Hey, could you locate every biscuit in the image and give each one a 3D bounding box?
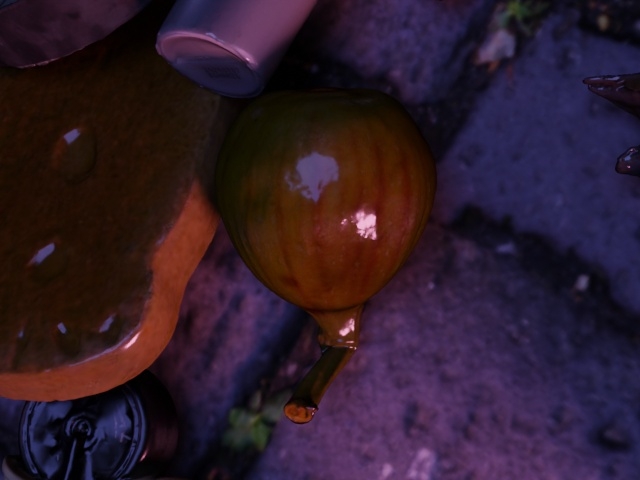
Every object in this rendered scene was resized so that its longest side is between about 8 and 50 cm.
[{"bbox_3d":[-0.197,-0.052,0.758,0.287,0.057,0.344,2,65,21],"label":"biscuit"}]

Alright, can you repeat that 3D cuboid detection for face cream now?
[{"bbox_3d":[-0.015,-0.227,0.707,0.107,0.073,0.269,12,68,37],"label":"face cream"}]

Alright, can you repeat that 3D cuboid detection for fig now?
[{"bbox_3d":[0.013,-0.009,0.670,0.142,0.148,0.186,-19,112,3],"label":"fig"}]

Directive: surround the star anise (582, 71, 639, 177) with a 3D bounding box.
[{"bbox_3d":[0.259,-0.072,0.615,0.195,0.065,0.182,-38,64,15],"label":"star anise"}]

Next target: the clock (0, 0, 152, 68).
[{"bbox_3d":[-0.181,-0.275,0.769,0.312,0.061,0.313,-17,55,27],"label":"clock"}]

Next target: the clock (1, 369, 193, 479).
[{"bbox_3d":[-0.098,0.275,0.661,0.379,0.120,0.276,35,87,23],"label":"clock"}]
